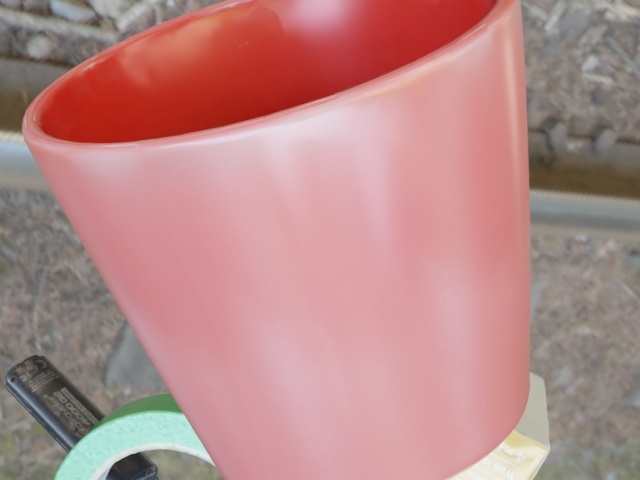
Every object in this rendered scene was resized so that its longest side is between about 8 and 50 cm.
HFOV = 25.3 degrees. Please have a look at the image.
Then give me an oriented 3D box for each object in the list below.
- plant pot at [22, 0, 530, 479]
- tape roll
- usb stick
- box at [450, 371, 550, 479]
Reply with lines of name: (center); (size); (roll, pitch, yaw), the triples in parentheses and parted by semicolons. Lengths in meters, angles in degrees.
plant pot: (0.000, 0.000, 0.811); (0.275, 0.275, 0.243); (-22, 114, -15)
tape roll: (-0.184, 0.358, 1.808); (0.321, 0.077, 0.321); (2, 102, 9)
usb stick: (-0.326, 0.253, 1.933); (0.077, 0.278, 0.045); (-32, 144, -30)
box: (0.023, 0.240, 1.246); (0.215, 0.168, 0.345); (27, 106, 0)
